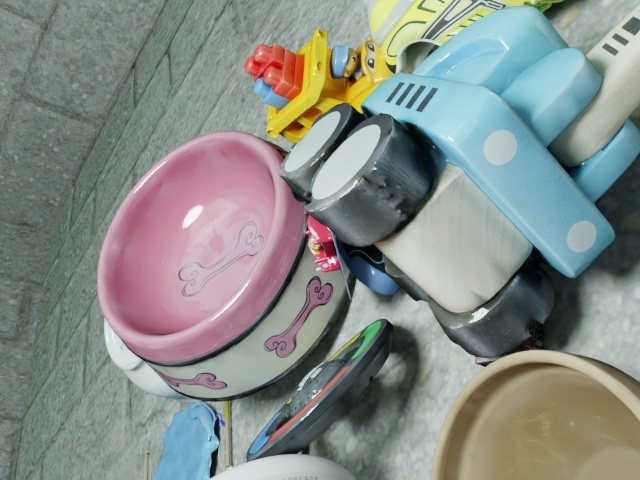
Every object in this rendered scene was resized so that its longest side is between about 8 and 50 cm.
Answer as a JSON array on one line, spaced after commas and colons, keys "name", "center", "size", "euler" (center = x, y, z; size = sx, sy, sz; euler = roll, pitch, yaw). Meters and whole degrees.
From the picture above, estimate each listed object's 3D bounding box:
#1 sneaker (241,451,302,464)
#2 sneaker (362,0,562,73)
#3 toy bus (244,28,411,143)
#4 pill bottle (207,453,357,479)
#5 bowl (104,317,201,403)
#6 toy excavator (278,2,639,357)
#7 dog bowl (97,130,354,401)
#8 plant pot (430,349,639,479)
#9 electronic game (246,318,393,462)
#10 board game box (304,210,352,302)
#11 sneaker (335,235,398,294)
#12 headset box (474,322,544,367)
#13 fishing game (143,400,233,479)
[{"name": "sneaker", "center": [-0.140, 0.372, 0.917], "size": [0.296, 0.146, 0.104], "euler": [-61, 30, 14]}, {"name": "sneaker", "center": [0.212, -0.288, 0.761], "size": [0.384, 0.145, 0.147], "euler": [2, 108, 50]}, {"name": "toy bus", "center": [0.009, -0.225, 0.957], "size": [0.220, 0.211, 0.150], "euler": [-29, 48, 47]}, {"name": "pill bottle", "center": [-0.006, 0.416, 0.587], "size": [0.229, 0.228, 0.408], "euler": [-57, 32, 21]}, {"name": "bowl", "center": [-0.295, 0.154, 1.215], "size": [0.297, 0.134, 0.298], "euler": [-2, 87, 43]}, {"name": "toy excavator", "center": [0.210, -0.122, 0.572], "size": [0.445, 0.222, 0.433], "euler": [-48, 20, 3]}, {"name": "dog bowl", "center": [-0.155, 0.018, 0.993], "size": [0.407, 0.150, 0.408], "euler": [-16, 57, 26]}, {"name": "plant pot", "center": [0.194, 0.201, 0.487], "size": [0.237, 0.109, 0.238], "euler": [-24, 62, 57]}, {"name": "electronic game", "center": [0.000, 0.175, 0.789], "size": [0.229, 0.048, 0.229], "euler": [-44, -2, -2]}, {"name": "board game box", "center": [0.000, 0.000, 0.816], "size": [0.133, 0.033, 0.169], "euler": [-105, -1, -64]}, {"name": "sneaker", "center": [0.069, -0.037, 0.875], "size": [0.090, 0.081, 0.232], "euler": [-58, 30, 33]}, {"name": "headset box", "center": [0.185, 0.088, 0.661], "size": [0.062, 0.032, 0.083], "euler": [-24, 52, 52]}, {"name": "fishing game", "center": [-0.230, 0.374, 1.174], "size": [0.264, 0.041, 0.189], "euler": [-41, 41, 29]}]
